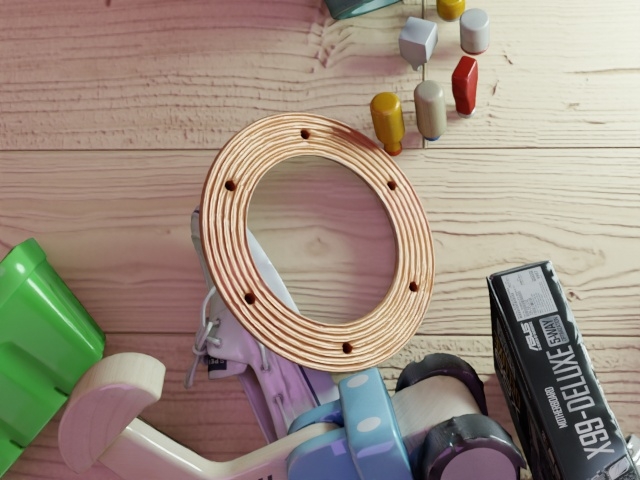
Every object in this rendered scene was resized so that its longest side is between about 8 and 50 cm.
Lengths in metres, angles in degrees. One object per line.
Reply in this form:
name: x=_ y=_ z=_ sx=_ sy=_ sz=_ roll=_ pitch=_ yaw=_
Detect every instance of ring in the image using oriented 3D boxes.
ring: x=0.000 y=0.000 z=1.256 sx=0.336 sy=0.032 sz=0.336 roll=11 pitch=68 yaw=-29

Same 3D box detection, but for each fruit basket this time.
fruit basket: x=-0.497 y=0.126 z=1.248 sx=0.392 sy=0.283 sz=0.392 roll=-1 pitch=93 yaw=-10

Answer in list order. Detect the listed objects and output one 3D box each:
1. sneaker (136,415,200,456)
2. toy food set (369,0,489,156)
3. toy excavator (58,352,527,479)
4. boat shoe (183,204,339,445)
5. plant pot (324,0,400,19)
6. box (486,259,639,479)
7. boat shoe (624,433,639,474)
sneaker: x=-0.244 y=0.256 z=1.286 sx=0.192 sy=0.086 sz=0.064 roll=24 pitch=84 yaw=7
toy food set: x=0.157 y=-0.218 z=1.342 sx=0.111 sy=0.104 sz=0.232 roll=18 pitch=65 yaw=19
toy excavator: x=-0.009 y=0.272 z=1.119 sx=0.445 sy=0.222 sz=0.433 roll=-23 pitch=108 yaw=2
boat shoe: x=-0.105 y=0.134 z=1.267 sx=0.156 sy=0.136 sz=0.367 roll=-27 pitch=88 yaw=-18
plant pot: x=0.059 y=-0.431 z=1.289 sx=0.271 sy=0.271 sz=0.255 roll=-21 pitch=95 yaw=0
box: x=0.271 y=0.213 z=1.130 sx=0.076 sy=0.242 sz=0.307 roll=-15 pitch=56 yaw=1
boat shoe: x=0.304 y=0.337 z=1.240 sx=0.267 sy=0.096 sz=0.088 roll=-34 pitch=77 yaw=-3
